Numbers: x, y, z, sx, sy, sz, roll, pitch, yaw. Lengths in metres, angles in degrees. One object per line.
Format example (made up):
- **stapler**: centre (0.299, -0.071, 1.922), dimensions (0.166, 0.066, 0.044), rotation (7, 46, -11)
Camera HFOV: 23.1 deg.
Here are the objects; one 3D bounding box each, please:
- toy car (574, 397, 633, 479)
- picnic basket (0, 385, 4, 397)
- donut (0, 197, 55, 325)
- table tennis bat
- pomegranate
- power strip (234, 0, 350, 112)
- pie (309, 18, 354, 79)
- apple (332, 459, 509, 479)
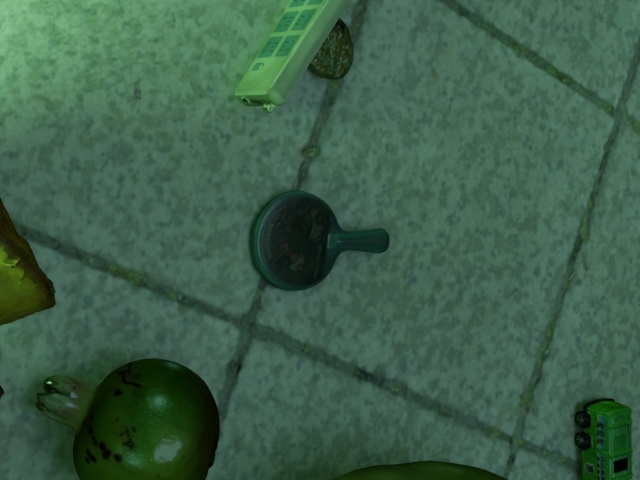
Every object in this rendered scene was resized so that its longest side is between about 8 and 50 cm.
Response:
- **toy car**: centre (0.416, 0.314, 2.278), dimensions (0.071, 0.062, 0.165), rotation (-7, 98, -38)
- **picnic basket**: centre (-0.495, 0.123, 1.432), dimensions (0.291, 0.254, 0.321), rotation (-55, 134, -20)
- **donut**: centre (-0.365, -0.034, 1.531), dimensions (0.108, 0.277, 0.277), rotation (-29, 113, -9)
- **table tennis bat**: centre (0.000, 0.000, 1.949), dimensions (0.201, 0.033, 0.124), rotation (0, 96, -33)
- **pomegranate**: centre (-0.216, 0.209, 1.729), dimensions (0.210, 0.180, 0.180), rotation (21, 80, -9)
- **power strip**: centre (-0.032, -0.236, 1.869), dimensions (0.035, 0.081, 0.192), rotation (42, 70, -32)
- **pie**: centre (0.010, -0.239, 1.942), dimensions (0.085, 0.017, 0.085), rotation (-4, 96, -39)
- **apple**: centre (0.144, 0.486, 1.855), dimensions (0.473, 0.473, 0.473), rotation (-4, 97, -37)
